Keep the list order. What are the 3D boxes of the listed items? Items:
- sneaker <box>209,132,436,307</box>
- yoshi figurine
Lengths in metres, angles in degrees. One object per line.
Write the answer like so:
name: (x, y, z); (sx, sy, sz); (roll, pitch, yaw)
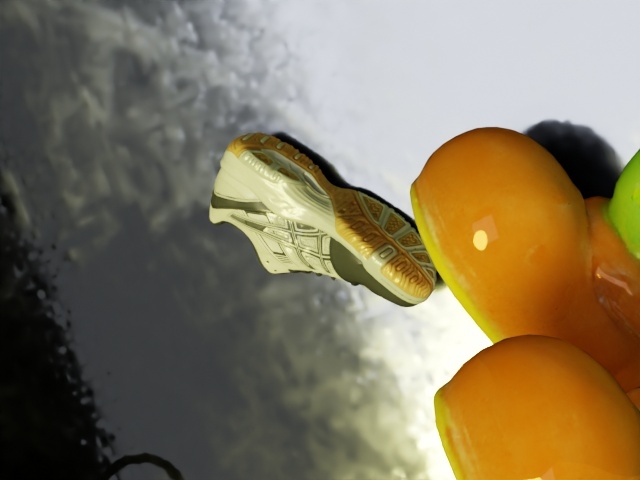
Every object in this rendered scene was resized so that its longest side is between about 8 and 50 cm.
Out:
sneaker: (0.000, 0.000, 0.559); (0.083, 0.032, 0.037); (37, 119, 17)
yoshi figurine: (0.187, -0.051, 0.408); (0.362, 0.203, 0.203); (-26, 80, 16)
